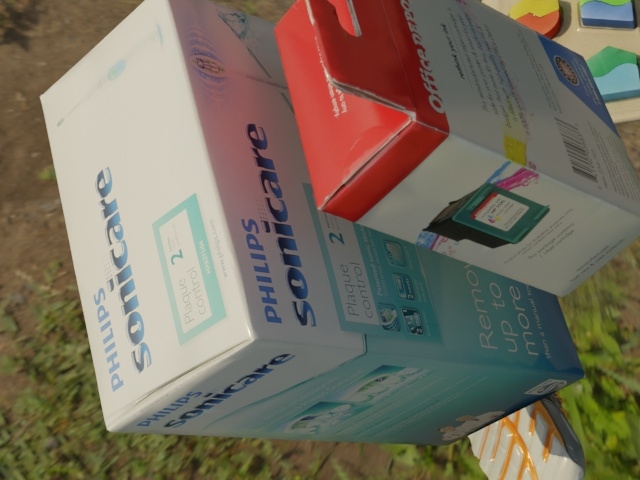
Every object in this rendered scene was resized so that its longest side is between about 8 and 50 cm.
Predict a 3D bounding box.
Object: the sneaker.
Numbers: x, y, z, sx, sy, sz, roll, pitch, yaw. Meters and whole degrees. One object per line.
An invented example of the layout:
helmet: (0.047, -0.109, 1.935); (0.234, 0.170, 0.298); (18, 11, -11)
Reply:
sneaker: (0.153, 0.129, 1.041); (0.083, 0.215, 0.084); (6, 111, -24)

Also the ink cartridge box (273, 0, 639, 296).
ink cartridge box: (0.060, -0.068, 0.707); (0.231, 0.134, 0.078); (19, 132, -35)

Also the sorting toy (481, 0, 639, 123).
sorting toy: (0.273, -0.208, 1.439); (0.208, 0.038, 0.193); (-10, 62, 20)

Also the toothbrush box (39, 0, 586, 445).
toothbrush box: (0.000, 0.000, 0.802); (0.126, 0.295, 0.216); (-34, 59, 35)
